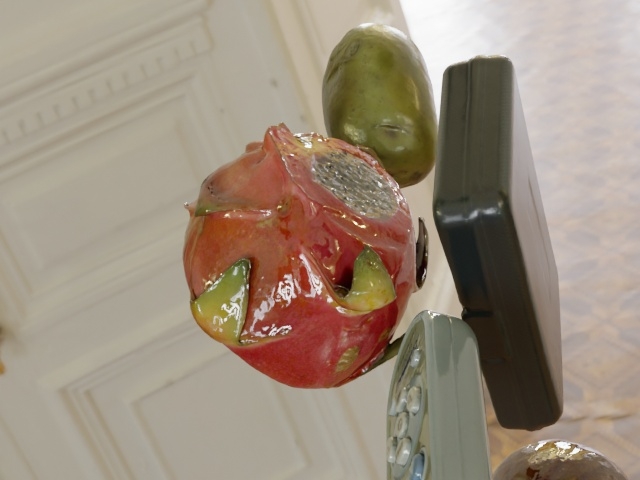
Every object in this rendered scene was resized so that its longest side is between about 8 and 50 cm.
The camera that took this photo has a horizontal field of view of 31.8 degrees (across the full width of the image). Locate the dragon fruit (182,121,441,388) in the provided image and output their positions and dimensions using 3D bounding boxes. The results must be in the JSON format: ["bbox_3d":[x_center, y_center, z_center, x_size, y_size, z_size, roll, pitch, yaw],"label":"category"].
[{"bbox_3d":[0.000,0.000,1.218,0.189,0.290,0.291,-42,12,34],"label":"dragon fruit"}]

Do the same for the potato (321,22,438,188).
[{"bbox_3d":[0.076,-0.172,1.444,0.148,0.197,0.228,-13,68,13],"label":"potato"}]

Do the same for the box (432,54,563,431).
[{"bbox_3d":[0.125,0.005,0.762,0.050,0.230,0.160,-7,44,17],"label":"box"}]

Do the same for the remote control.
[{"bbox_3d":[0.064,0.131,0.605,0.047,0.087,0.244,16,35,-8],"label":"remote control"}]

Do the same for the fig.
[{"bbox_3d":[0.265,0.332,1.295,0.186,0.204,0.249,-3,-11,29],"label":"fig"}]
